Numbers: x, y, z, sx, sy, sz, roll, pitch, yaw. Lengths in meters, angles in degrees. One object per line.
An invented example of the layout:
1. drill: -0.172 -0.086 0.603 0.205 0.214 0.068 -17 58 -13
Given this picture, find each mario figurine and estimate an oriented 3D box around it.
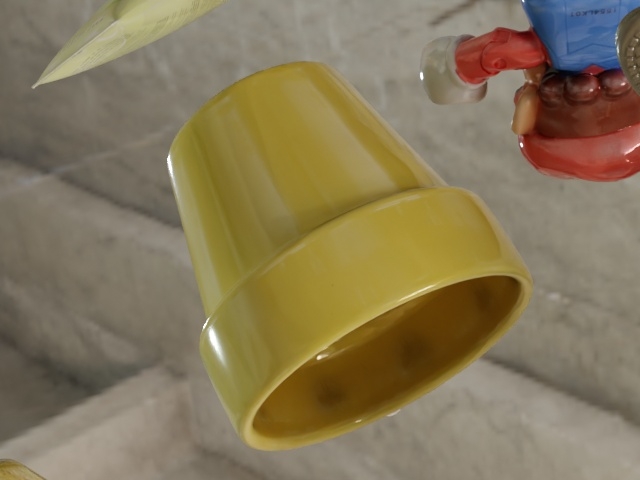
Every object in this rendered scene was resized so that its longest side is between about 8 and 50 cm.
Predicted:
1. mario figurine: 0.182 -0.181 1.163 0.198 0.320 0.170 22 -124 25

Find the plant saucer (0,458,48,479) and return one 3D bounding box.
1. plant saucer: -0.132 0.240 0.987 0.081 0.333 0.333 -59 -171 -20

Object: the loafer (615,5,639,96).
1. loafer: 0.227 -0.108 0.984 0.056 0.148 0.050 -44 -136 20

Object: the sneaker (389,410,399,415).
1. sneaker: 0.008 0.097 1.707 0.130 0.323 0.236 -12 -111 -23

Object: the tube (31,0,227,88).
1. tube: -0.121 -0.179 1.179 0.062 0.070 0.240 20 -145 17

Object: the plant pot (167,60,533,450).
1. plant pot: 0.000 0.000 1.245 0.254 0.254 0.239 -21 -113 -20
